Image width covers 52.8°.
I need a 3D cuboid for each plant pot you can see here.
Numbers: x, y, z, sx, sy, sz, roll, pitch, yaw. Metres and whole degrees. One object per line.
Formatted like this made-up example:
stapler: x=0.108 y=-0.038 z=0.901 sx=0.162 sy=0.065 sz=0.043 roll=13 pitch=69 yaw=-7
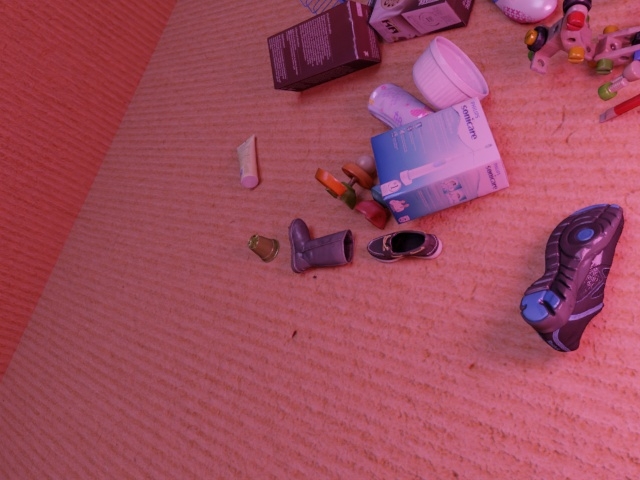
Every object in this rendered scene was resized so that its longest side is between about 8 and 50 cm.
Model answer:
plant pot: x=-0.189 y=0.018 z=2.071 sx=0.083 sy=0.079 sz=0.083 roll=-24 pitch=51 yaw=34

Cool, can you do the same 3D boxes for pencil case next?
pencil case: x=0.241 y=-0.348 z=1.830 sx=0.124 sy=0.113 sz=0.273 roll=-32 pitch=43 yaw=-3

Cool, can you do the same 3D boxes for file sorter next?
file sorter: x=0.019 y=-0.845 z=2.298 sx=0.104 sy=0.170 sz=0.118 roll=-45 pitch=43 yaw=20

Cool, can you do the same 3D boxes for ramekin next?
ramekin: x=0.340 y=-0.431 z=1.721 sx=0.109 sy=0.207 sz=0.207 roll=-40 pitch=44 yaw=34

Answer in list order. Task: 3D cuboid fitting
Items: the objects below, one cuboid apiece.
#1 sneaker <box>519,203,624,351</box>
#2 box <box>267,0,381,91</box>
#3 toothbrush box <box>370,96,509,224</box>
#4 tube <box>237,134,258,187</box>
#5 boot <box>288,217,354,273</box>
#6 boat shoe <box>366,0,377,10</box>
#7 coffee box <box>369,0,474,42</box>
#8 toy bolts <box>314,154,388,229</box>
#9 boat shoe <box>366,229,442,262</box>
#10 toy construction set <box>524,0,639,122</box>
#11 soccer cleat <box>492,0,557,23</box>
sneaker: x=0.525 y=0.068 z=1.315 sx=0.341 sy=0.139 sz=0.125 roll=-51 pitch=28 yaw=-20
box: x=0.005 y=-0.643 z=2.169 sx=0.381 sy=0.143 sz=0.191 roll=-7 pitch=91 yaw=43
toothbrush box: x=0.296 y=-0.200 z=1.627 sx=0.295 sy=0.126 sz=0.216 roll=-21 pitch=53 yaw=16
tube: x=-0.264 y=-0.290 z=2.347 sx=0.070 sy=0.062 sz=0.240 roll=-6 pitch=46 yaw=-7
boot: x=0.002 y=-0.001 z=1.897 sx=0.208 sy=0.076 sz=0.189 roll=-22 pitch=67 yaw=43
boat shoe: x=0.229 y=-0.868 z=2.149 sx=0.095 sy=0.112 sz=0.335 roll=15 pitch=82 yaw=43
coffee box: x=0.315 y=-0.729 z=1.974 sx=0.297 sy=0.119 sz=0.168 roll=5 pitch=70 yaw=46
toy bolts: x=0.122 y=-0.166 z=1.798 sx=0.228 sy=0.218 sz=0.158 roll=37 pitch=89 yaw=31
boat shoe: x=0.207 y=0.009 z=1.691 sx=0.228 sy=0.069 sz=0.081 roll=-4 pitch=64 yaw=43
toy construction set: x=0.609 y=-0.418 z=1.474 sx=0.237 sy=0.257 sz=0.309 roll=149 pitch=113 yaw=-64
soccer cleat: x=0.502 y=-0.696 z=1.752 sx=0.116 sy=0.143 sz=0.331 roll=-47 pitch=43 yaw=14
